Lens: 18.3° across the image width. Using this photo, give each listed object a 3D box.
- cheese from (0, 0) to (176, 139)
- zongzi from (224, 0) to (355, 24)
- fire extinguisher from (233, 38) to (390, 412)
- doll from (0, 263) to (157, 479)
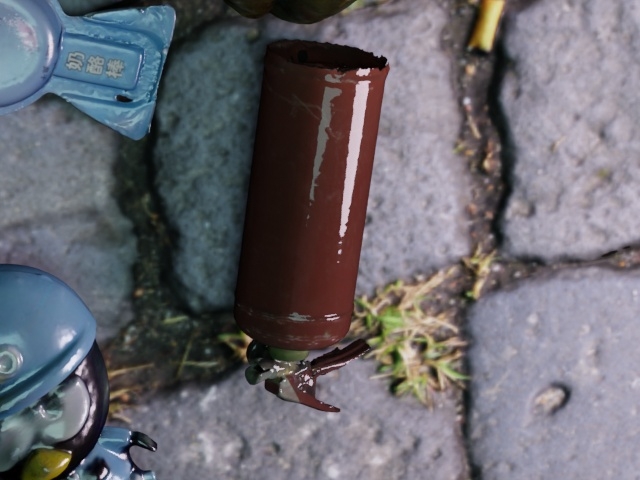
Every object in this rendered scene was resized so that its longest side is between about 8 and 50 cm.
[{"bbox_3d":[-0.244,-0.157,1.604,0.245,0.052,0.135,10,108,-19],"label":"cheese"},{"bbox_3d":[-0.104,-0.385,1.354,0.432,0.208,0.403,22,69,-18],"label":"zongzi"},{"bbox_3d":[0.000,0.000,1.706,0.147,0.106,0.337,-8,114,-39],"label":"fire extinguisher"},{"bbox_3d":[-0.247,0.139,1.660,0.177,0.141,0.314,-28,117,0],"label":"doll"}]
